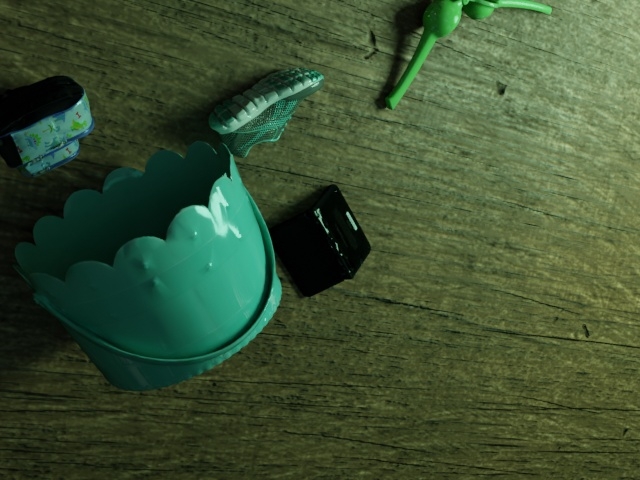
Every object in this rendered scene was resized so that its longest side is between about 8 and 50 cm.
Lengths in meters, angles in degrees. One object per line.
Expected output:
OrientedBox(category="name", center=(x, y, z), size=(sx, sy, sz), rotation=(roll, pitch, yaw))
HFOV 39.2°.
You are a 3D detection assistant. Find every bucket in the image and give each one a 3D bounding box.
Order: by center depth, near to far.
OrientedBox(category="bucket", center=(-0.187, 0.030, 1.045), size=(0.281, 0.281, 0.183), rotation=(-34, 117, -16))

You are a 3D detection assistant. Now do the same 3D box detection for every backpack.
OrientedBox(category="backpack", center=(-0.320, -0.134, 1.031), size=(0.114, 0.105, 0.084), rotation=(-30, 135, -18))

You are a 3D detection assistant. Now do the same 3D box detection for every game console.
OrientedBox(category="game console", center=(0.000, 0.000, 1.267), size=(0.122, 0.071, 0.107), rotation=(60, 44, -24))

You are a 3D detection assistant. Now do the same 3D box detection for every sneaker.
OrientedBox(category="sneaker", center=(-0.065, -0.168, 1.179), size=(0.166, 0.065, 0.076), rotation=(-30, 129, -14))

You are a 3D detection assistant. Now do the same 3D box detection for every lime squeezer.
OrientedBox(category="lime squeezer", center=(0.211, -0.306, 1.278), size=(0.310, 0.059, 0.110), rotation=(-33, 113, -17))

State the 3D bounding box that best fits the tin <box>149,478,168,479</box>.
OrientedBox(category="tin", center=(-0.241, 0.421, 1.228), size=(0.106, 0.040, 0.189), rotation=(19, 93, -24))
